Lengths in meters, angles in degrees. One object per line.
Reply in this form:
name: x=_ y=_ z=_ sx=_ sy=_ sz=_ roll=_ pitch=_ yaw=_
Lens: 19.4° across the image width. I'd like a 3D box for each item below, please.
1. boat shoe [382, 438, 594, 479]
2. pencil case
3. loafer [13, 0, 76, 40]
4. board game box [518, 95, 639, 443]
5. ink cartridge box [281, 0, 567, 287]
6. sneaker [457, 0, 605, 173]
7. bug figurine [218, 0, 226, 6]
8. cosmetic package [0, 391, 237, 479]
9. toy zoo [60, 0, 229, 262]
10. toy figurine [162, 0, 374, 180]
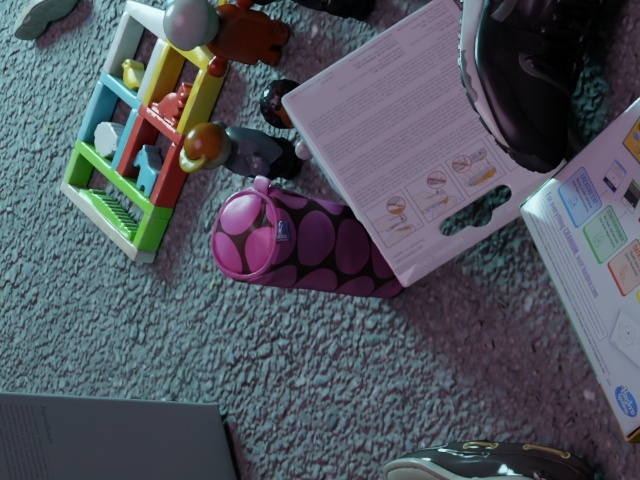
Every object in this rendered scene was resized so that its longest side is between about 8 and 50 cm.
boat shoe: x=0.147 y=0.215 z=1.652 sx=0.227 sy=0.068 sz=0.081 roll=1 pitch=124 yaw=53
pencil case: x=0.000 y=0.000 z=1.746 sx=0.095 sy=0.209 sz=0.098 roll=12 pitch=92 yaw=40
loafer: x=-0.345 y=-0.292 z=2.324 sx=0.125 sy=0.045 sz=0.039 roll=-31 pitch=54 yaw=45
board game box: x=0.321 y=-0.021 z=1.490 sx=0.316 sy=0.064 sz=0.242 roll=-45 pitch=53 yaw=35
ink cartridge box: x=0.098 y=-0.087 z=1.706 sx=0.189 sy=0.066 sz=0.232 roll=-32 pitch=69 yaw=1
sneaker: x=0.193 y=-0.199 z=1.618 sx=0.124 sy=0.107 sz=0.283 roll=-27 pitch=54 yaw=36
bug figurine: x=-0.146 y=-0.380 z=2.019 sx=0.279 sy=0.072 sz=0.216 roll=22 pitch=93 yaw=27
cosmetic package: x=-0.292 y=0.267 z=1.905 sx=0.217 sy=0.385 sz=0.156 roll=-41 pitch=54 yaw=40
toy zoo: x=-0.198 y=-0.147 z=2.136 sx=0.192 sy=0.030 sz=0.293 roll=40 pitch=114 yaw=45
toy figurine: x=-0.054 y=-0.173 z=1.884 sx=0.213 sy=0.148 sz=0.210 roll=-18 pitch=70 yaw=46
